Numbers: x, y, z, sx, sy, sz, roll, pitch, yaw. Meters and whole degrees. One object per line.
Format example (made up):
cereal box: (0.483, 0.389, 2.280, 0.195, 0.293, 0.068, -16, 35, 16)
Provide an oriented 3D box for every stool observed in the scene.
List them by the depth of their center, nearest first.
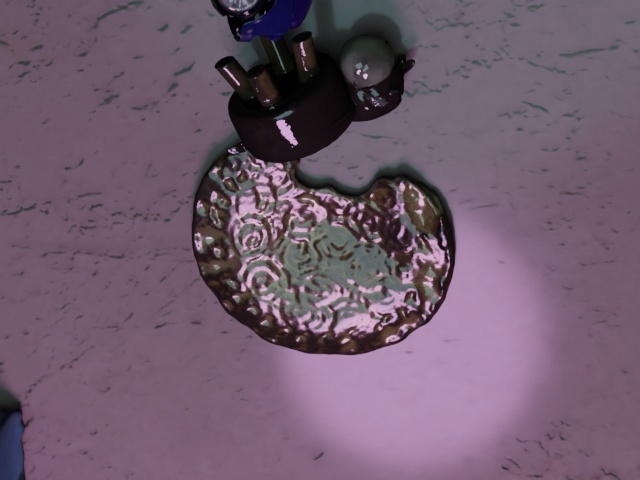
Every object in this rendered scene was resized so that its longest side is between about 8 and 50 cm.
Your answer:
stool: (-0.009, -0.160, 1.642, 0.217, 0.125, 0.121, -21, 120, 4)

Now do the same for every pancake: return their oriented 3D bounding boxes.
pancake: (0.000, 0.000, 1.758, 0.288, 0.033, 0.286, -17, 107, 13)

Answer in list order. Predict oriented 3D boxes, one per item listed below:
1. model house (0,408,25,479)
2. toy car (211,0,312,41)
model house: (-0.542, 0.373, 1.801, 0.339, 0.360, 0.297, 5, 113, 7)
toy car: (-0.032, -0.313, 1.574, 0.158, 0.172, 0.235, 4, 117, -10)
